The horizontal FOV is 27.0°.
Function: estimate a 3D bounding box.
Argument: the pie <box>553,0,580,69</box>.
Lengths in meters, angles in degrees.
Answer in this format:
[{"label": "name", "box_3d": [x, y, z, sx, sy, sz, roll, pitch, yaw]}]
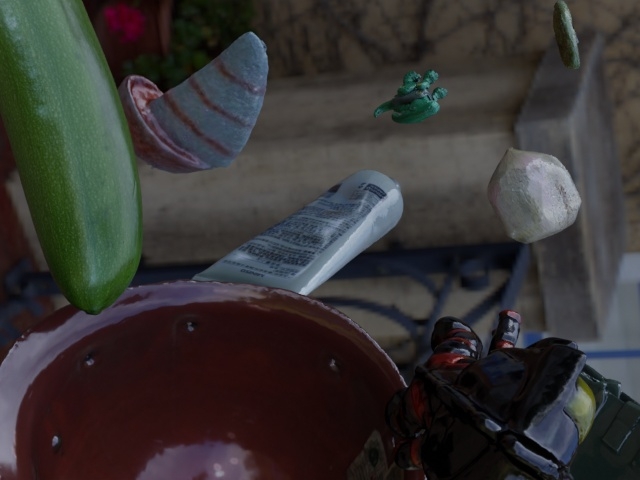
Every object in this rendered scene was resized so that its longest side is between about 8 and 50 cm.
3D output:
[{"label": "pie", "box_3d": [0.290, -0.241, 1.567, 0.084, 0.021, 0.084, -14, 90, -86]}]

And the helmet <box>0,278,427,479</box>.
[{"label": "helmet", "box_3d": [-0.106, 0.230, 1.225, 0.230, 0.385, 0.337, 101, 1, -52]}]

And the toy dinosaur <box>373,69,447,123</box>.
[{"label": "toy dinosaur", "box_3d": [0.134, -0.206, 2.005, 0.059, 0.132, 0.096, 57, 48, -24]}]

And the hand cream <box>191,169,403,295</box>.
[{"label": "hand cream", "box_3d": [0.000, 0.000, 1.478, 0.340, 0.124, 0.078, -37, 133, -51]}]

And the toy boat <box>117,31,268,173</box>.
[{"label": "toy boat", "box_3d": [-0.161, -0.200, 1.913, 0.206, 0.282, 0.096, 40, 37, -25]}]

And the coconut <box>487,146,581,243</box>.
[{"label": "coconut", "box_3d": [0.269, -0.063, 1.700, 0.124, 0.110, 0.110, 67, 22, 4]}]

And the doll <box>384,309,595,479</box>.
[{"label": "doll", "box_3d": [0.100, 0.105, 0.800, 0.248, 0.088, 0.127, -174, -89, -80]}]

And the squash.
[{"label": "squash", "box_3d": [-0.233, -0.130, 1.165, 0.107, 0.107, 0.395, -19, 92, -68]}]

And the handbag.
[{"label": "handbag", "box_3d": [0.380, 0.325, 1.825, 0.079, 0.247, 0.260, 6, 115, -47]}]
